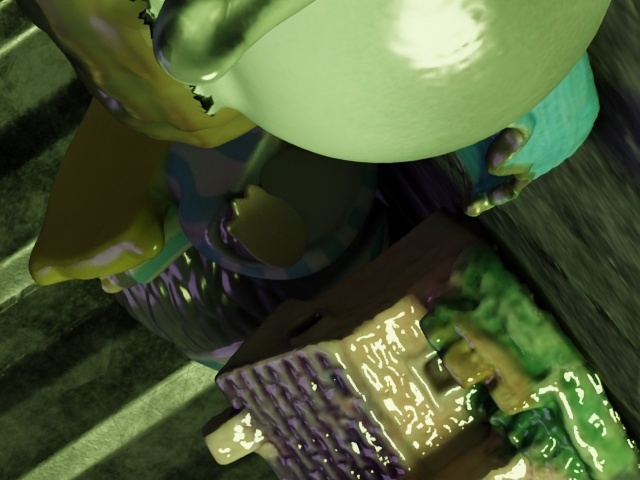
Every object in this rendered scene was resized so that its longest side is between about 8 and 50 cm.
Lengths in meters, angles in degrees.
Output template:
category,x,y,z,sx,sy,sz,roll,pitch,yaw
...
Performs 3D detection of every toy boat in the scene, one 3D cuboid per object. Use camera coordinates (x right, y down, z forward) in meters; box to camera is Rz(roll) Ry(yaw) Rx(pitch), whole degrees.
category,x,y,z,sx,sy,sz,roll,pitch,yaw
toy boat,0.050,-0.053,0.670,0.075,0.077,0.185,56,178,10

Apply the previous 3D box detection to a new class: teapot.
category,x,y,z,sx,sy,sz,roll,pitch,yaw
teapot,-0.010,-0.107,0.495,0.193,0.129,0.294,57,177,-21

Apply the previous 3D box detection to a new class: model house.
category,x,y,z,sx,sy,sz,roll,pitch,yaw
model house,0.064,0.145,1.199,0.237,0.237,0.202,57,179,-22

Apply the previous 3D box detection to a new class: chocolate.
category,x,y,z,sx,sy,sz,roll,pitch,yaw
chocolate,0.084,0.019,1.639,0.182,0.028,0.086,55,176,43

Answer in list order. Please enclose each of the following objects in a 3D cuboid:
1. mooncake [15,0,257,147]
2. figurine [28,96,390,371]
category,x,y,z,sx,sy,sz,roll,pitch,yaw
mooncake,-0.092,-0.177,0.841,0.290,0.161,0.290,53,178,3
figurine,0.000,0.000,1.533,0.377,0.266,0.361,31,170,-31
